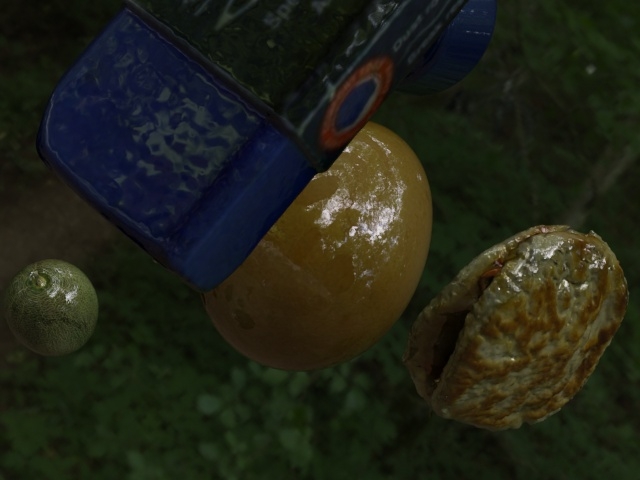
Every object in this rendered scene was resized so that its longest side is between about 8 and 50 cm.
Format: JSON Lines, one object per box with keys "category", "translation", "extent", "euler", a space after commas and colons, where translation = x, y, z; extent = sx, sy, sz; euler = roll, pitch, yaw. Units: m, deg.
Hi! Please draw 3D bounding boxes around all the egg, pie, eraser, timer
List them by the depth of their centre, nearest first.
{"category": "eraser", "translation": [-0.022, -0.140, 0.681], "extent": [0.155, 0.332, 0.101], "euler": [39, -3, 19]}
{"category": "pie", "translation": [0.168, 0.076, 0.964], "extent": [0.084, 0.178, 0.205], "euler": [55, -45, 42]}
{"category": "egg", "translation": [0.000, 0.000, 1.300], "extent": [0.250, 0.322, 0.250], "euler": [27, -30, 17]}
{"category": "timer", "translation": [0.060, -0.338, 1.628], "extent": [0.270, 0.270, 0.383], "euler": [49, 30, 17]}

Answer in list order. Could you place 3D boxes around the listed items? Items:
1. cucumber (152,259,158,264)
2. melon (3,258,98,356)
{"category": "cucumber", "translation": [-0.209, -0.007, 1.505], "extent": [0.058, 0.058, 0.187], "euler": [51, -4, -18]}
{"category": "melon", "translation": [-0.405, 0.100, 1.699], "extent": [0.139, 0.139, 0.192], "euler": [48, -19, 25]}
